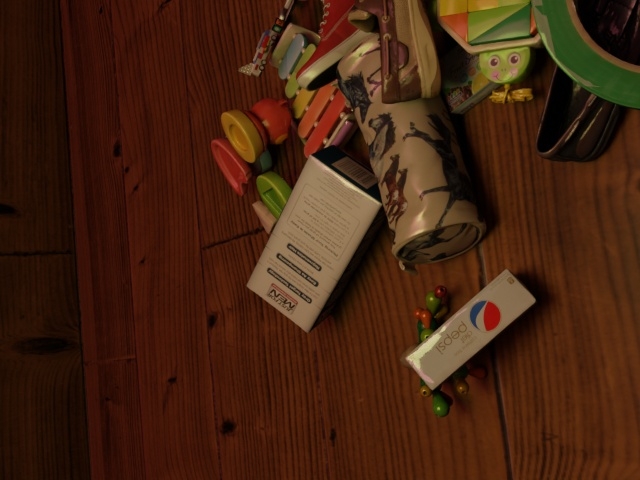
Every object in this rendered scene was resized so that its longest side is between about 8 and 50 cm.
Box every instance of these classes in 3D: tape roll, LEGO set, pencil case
[{"bbox_3d":[0.424,-0.318,0.854,0.321,0.077,0.321,4,99,25],"label":"tape roll"},{"bbox_3d":[-0.110,-0.468,1.560,0.244,0.060,0.182,-88,23,-58],"label":"LEGO set"},{"bbox_3d":[0.151,-0.156,1.246,0.183,0.160,0.410,-36,63,47],"label":"pencil case"}]

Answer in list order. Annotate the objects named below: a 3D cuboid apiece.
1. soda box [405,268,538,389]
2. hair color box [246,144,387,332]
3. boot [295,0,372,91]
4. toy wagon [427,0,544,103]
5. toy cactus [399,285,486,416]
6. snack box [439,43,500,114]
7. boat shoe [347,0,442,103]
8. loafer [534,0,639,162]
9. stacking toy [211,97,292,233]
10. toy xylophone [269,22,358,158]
[{"bbox_3d":[0.241,0.142,1.124,0.216,0.074,0.069,-44,72,9],"label":"soda box"},{"bbox_3d":[0.000,0.000,1.436,0.174,0.105,0.347,36,122,13],"label":"hair color box"},{"bbox_3d":[0.011,-0.418,1.357,0.244,0.088,0.176,-43,84,-2],"label":"boot"},{"bbox_3d":[0.290,-0.385,1.085,0.267,0.068,0.344,2,93,36],"label":"toy wagon"},{"bbox_3d":[0.201,0.198,1.259,0.180,0.112,0.218,144,116,-67],"label":"toy cactus"},{"bbox_3d":[0.263,-0.294,1.200,0.141,0.037,0.100,-36,61,46],"label":"snack box"},{"bbox_3d":[0.103,-0.387,1.167,0.123,0.123,0.341,35,-138,-83],"label":"boat shoe"},{"bbox_3d":[0.374,-0.247,0.976,0.109,0.095,0.302,42,133,48],"label":"loafer"},{"bbox_3d":[-0.111,-0.171,1.606,0.279,0.130,0.309,56,161,-4],"label":"stacking toy"},{"bbox_3d":[-0.014,-0.298,1.518,0.322,0.081,0.236,56,131,36],"label":"toy xylophone"}]
